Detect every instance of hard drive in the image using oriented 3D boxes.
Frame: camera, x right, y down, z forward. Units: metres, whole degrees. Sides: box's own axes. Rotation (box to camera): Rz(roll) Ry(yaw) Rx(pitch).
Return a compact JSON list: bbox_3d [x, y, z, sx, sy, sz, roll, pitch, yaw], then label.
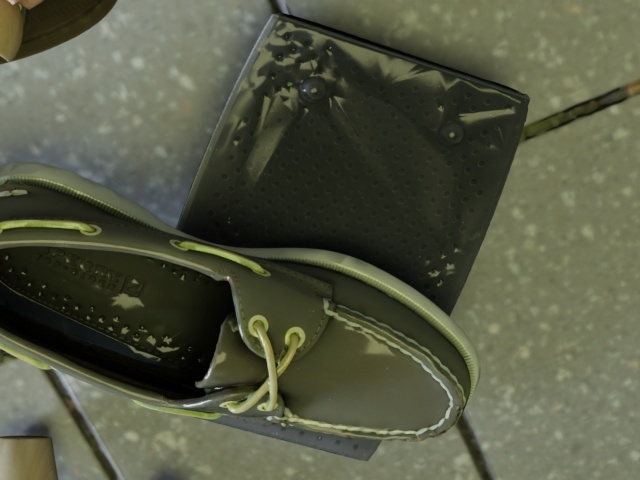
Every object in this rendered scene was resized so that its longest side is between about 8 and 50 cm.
[{"bbox_3d":[0.000,0.000,0.857,0.172,0.054,0.255,16,114,-13],"label":"hard drive"}]

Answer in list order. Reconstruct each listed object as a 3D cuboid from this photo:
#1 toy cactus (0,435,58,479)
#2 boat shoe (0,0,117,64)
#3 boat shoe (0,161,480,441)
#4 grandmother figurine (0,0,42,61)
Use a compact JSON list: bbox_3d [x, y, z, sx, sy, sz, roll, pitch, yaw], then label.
[{"bbox_3d":[-0.178,0.213,0.912,0.219,0.112,0.180,-2,85,33],"label":"toy cactus"},{"bbox_3d":[-0.258,-0.141,0.740,0.307,0.104,0.111,-8,108,-24],"label":"boat shoe"},{"bbox_3d":[-0.058,0.050,0.795,0.305,0.091,0.109,20,114,-5],"label":"boat shoe"},{"bbox_3d":[-0.057,-0.237,0.678,0.342,0.104,0.208,-44,131,1],"label":"grandmother figurine"}]
